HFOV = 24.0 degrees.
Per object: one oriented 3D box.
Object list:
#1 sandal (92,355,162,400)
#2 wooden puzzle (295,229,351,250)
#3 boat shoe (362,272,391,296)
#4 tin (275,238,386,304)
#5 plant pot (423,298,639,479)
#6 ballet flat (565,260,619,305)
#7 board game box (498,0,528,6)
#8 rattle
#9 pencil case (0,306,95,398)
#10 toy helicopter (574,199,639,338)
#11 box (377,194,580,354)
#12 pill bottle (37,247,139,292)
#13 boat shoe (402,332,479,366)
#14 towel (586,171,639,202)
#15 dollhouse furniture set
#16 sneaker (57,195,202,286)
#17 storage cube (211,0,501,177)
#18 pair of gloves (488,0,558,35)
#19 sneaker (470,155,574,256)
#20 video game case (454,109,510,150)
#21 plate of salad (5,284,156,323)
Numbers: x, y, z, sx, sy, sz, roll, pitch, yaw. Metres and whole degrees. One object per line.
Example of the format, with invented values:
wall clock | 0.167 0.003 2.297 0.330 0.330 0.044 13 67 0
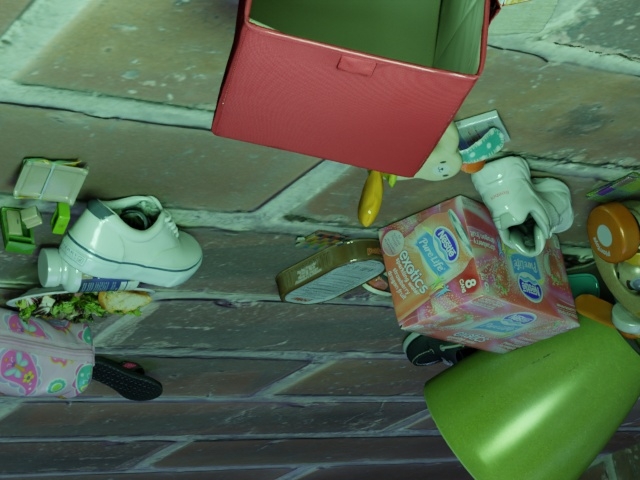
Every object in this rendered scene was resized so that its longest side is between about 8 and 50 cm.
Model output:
sandal | -0.320 0.215 2.439 0.067 0.040 0.179 -28 141 25
wooden puzzle | 0.000 0.000 2.062 0.049 0.006 0.083 -28 155 38
boat shoe | 0.116 0.060 2.236 0.137 0.049 0.043 13 110 -47
tin | 0.017 0.047 2.161 0.106 0.040 0.189 14 149 -42
plant pot | 0.357 0.233 2.300 0.293 0.275 0.274 -41 151 15
ballet flat | 0.443 0.073 2.403 0.316 0.108 0.106 -2 179 -11
board game box | 0.247 -0.282 1.292 0.193 0.045 0.147 -13 147 -17
rattle | 0.133 -0.073 1.731 0.199 0.143 0.130 21 122 -34
pencil case | -0.439 0.148 2.058 0.124 0.124 0.284 -24 155 31
toy helicopter | 0.482 0.109 2.102 0.140 0.355 0.235 -18 156 -26
box | 0.228 0.056 2.126 0.142 0.154 0.300 -23 156 30
pill bottle | -0.292 0.032 1.900 0.120 0.067 0.067 -2 158 -26
boat shoe | 0.245 0.170 2.529 0.114 0.091 0.302 -3 160 -32
towel | 0.417 -0.073 2.089 0.060 0.009 0.083 7 154 -43
dollhouse furniture set | -0.321 -0.055 1.714 0.076 0.059 0.152 8 134 -27
sneaker | -0.208 -0.004 1.819 0.091 0.094 0.258 -55 160 15
storage cube | 0.027 -0.185 1.247 0.215 0.184 0.193 12 156 -8
pair of gloves | 0.124 -0.257 1.381 0.204 0.042 0.240 -5 155 -2
sneaker | 0.272 -0.027 1.976 0.090 0.115 0.232 -22 157 28
video game case | 0.163 -0.121 1.814 0.122 0.011 0.087 -16 160 13
plate of salad | -0.320 0.086 2.016 0.199 0.048 0.200 -5 173 -1
